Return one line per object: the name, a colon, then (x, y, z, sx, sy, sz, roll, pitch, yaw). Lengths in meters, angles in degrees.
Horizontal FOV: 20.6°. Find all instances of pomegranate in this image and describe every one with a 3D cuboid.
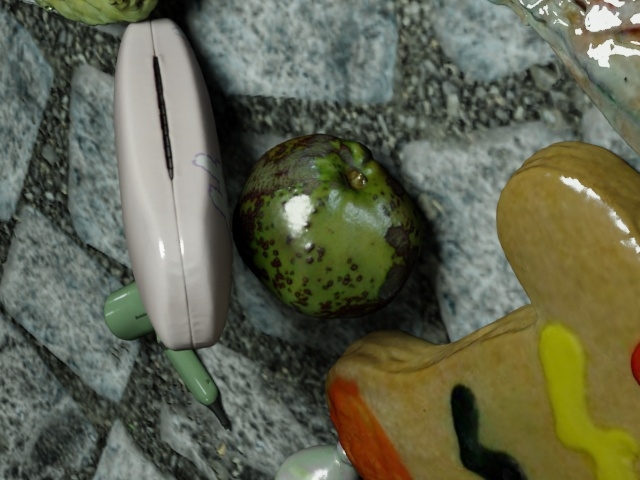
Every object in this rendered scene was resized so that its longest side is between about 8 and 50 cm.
pomegranate: (0.007, -0.010, 1.269, 0.138, 0.163, 0.125, 35, 93, 4)

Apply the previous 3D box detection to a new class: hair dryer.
hair dryer: (-0.118, 0.098, 1.476, 0.071, 0.047, 0.150, -22, 102, 45)

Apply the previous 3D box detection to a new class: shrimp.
shrimp: (0.216, -0.123, 1.049, 0.317, 0.062, 0.164, 38, 128, 15)

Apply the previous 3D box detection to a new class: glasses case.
glasses case: (-0.107, -0.046, 1.257, 0.297, 0.075, 0.113, -104, 7, -47)

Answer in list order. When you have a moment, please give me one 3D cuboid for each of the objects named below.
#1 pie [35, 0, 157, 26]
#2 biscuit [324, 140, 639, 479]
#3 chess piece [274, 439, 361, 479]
pie: (-0.183, -0.295, 1.285, 0.306, 0.071, 0.306, 33, 136, 38)
biscuit: (0.174, 0.144, 1.215, 0.394, 0.076, 0.368, -36, 87, 46)
chess piece: (-0.040, 0.250, 1.442, 0.139, 0.139, 0.271, 47, 123, 13)
